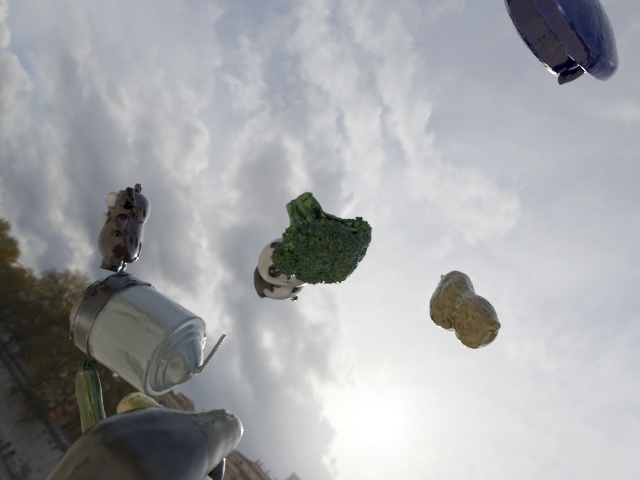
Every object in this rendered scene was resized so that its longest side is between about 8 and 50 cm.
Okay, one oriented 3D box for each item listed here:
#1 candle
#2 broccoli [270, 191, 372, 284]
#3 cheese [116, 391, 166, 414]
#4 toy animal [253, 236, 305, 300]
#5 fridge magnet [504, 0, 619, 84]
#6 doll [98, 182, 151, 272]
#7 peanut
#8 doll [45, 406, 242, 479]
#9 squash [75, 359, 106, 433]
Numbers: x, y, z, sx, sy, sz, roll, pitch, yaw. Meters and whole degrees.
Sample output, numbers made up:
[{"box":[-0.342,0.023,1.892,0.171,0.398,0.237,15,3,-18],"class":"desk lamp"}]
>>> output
[{"box":[-0.404,0.232,1.202,0.342,0.221,0.221,28,-48,22],"class":"candle"},{"box":[0.000,0.000,1.315,0.242,0.269,0.261,57,-14,14],"class":"broccoli"},{"box":[-0.429,0.486,1.310,0.214,0.117,0.226,-3,-63,52],"class":"cheese"},{"box":[-0.122,0.090,1.699,0.235,0.187,0.165,123,-32,-55],"class":"toy animal"},{"box":[0.407,-0.378,0.865,0.112,0.265,0.266,-33,-93,41],"class":"fridge magnet"},{"box":[-0.548,-0.037,1.432,0.182,0.117,0.258,150,-52,-79],"class":"doll"},{"box":[0.386,0.196,1.410,0.143,0.291,0.159,41,-77,-21],"class":"peanut"},{"box":[-0.206,0.385,0.691,0.378,0.382,0.252,-45,-114,27],"class":"doll"},{"box":[-0.474,0.338,1.056,0.052,0.052,0.184,-23,-102,52],"class":"squash"}]
